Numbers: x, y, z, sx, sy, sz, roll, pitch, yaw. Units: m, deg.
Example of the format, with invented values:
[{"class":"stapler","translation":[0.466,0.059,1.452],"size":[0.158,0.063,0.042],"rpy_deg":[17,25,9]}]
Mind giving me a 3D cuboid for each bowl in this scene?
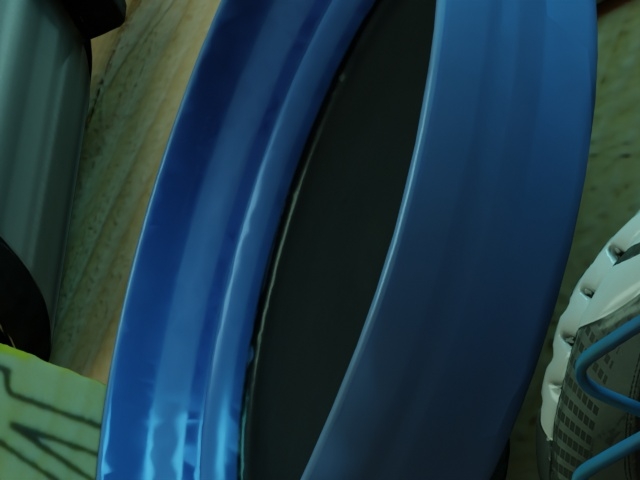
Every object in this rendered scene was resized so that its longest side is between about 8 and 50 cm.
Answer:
[{"class":"bowl","translation":[0.000,0.000,0.812],"size":[0.391,0.077,0.391],"rpy_deg":[-164,90,-73]}]

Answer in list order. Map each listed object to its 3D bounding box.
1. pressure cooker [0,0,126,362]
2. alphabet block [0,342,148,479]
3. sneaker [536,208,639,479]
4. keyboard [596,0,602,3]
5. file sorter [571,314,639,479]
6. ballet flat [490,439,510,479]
[{"class":"pressure cooker","translation":[-0.354,-0.077,1.325],"size":[0.375,0.370,0.420],"rpy_deg":[118,162,-48]},{"class":"alphabet block","translation":[-0.182,0.187,0.956],"size":[0.192,0.193,0.197],"rpy_deg":[-41,34,38]},{"class":"sneaker","translation":[0.151,0.012,0.604],"size":[0.234,0.078,0.106],"rpy_deg":[-58,24,11]},{"class":"keyboard","translation":[0.151,-0.148,0.829],"size":[0.256,0.014,0.072],"rpy_deg":[-24,52,55]},{"class":"file sorter","translation":[0.135,0.102,0.510],"size":[0.104,0.118,0.170],"rpy_deg":[-39,35,48]},{"class":"ballet flat","translation":[0.053,0.066,0.775],"size":[0.057,0.049,0.173],"rpy_deg":[-26,43,55]}]
